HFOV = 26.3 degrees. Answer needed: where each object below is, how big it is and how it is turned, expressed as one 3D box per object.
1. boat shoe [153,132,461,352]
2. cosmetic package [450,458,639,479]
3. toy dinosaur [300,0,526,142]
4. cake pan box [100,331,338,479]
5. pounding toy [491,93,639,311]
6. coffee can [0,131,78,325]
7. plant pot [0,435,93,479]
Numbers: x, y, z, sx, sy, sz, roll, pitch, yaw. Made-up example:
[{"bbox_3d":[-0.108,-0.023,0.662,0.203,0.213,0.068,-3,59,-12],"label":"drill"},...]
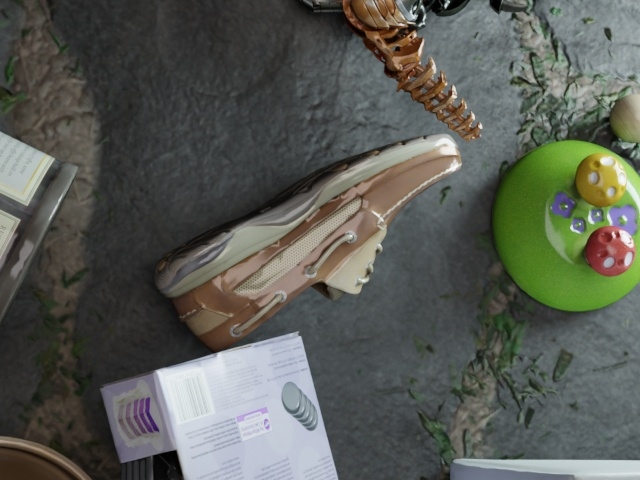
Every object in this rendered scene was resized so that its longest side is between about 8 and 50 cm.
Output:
[{"bbox_3d":[0.000,0.000,1.329,0.324,0.123,0.116,-29,97,-10],"label":"boat shoe"},{"bbox_3d":[0.349,0.368,1.251,0.394,0.327,0.329,2,82,-13],"label":"cosmetic package"},{"bbox_3d":[0.089,-0.261,1.390,0.218,0.164,0.321,-23,107,-2],"label":"toy dinosaur"},{"bbox_3d":[-0.072,0.220,1.212,0.070,0.267,0.245,-19,86,27],"label":"cake pan box"},{"bbox_3d":[0.300,-0.036,1.407,0.237,0.110,0.183,-35,92,-16],"label":"pounding toy"},{"bbox_3d":[-0.378,-0.036,1.184,0.275,0.201,0.201,27,77,-9],"label":"coffee can"},{"bbox_3d":[-0.300,0.287,1.199,0.237,0.110,0.237,2,84,-22],"label":"plant pot"}]
